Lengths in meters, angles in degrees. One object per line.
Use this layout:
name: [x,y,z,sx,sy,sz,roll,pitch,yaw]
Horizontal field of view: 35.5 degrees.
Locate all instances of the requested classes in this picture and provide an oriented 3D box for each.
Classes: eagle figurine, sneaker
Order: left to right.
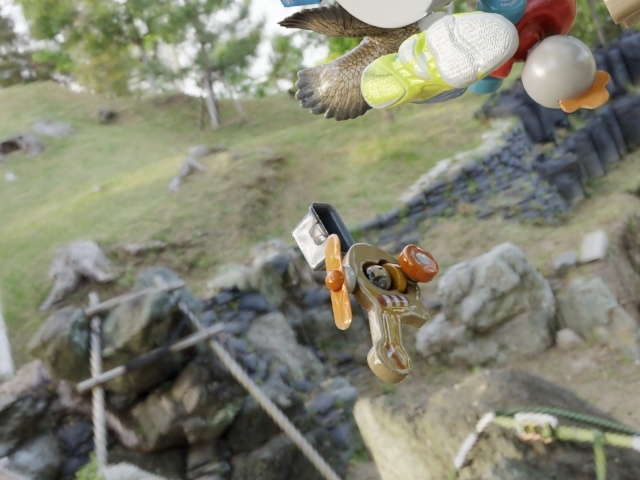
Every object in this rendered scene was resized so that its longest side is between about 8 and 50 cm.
eagle figurine: [0.089,-0.377,1.867,0.298,0.226,0.225,-37,5,-24]
sneaker: [0.171,-0.233,1.297,0.240,0.091,0.126,-11,-1,42]

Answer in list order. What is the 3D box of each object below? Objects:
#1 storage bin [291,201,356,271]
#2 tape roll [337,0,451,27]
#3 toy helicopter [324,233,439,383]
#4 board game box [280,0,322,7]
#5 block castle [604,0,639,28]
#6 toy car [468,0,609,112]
storage bin: [0.000,0.000,2.118,0.091,0.135,0.098,-43,-25,27]
tape roll: [0.125,-0.448,1.430,0.169,0.246,0.246,-37,11,-36]
toy helicopter: [0.106,0.125,1.889,0.140,0.235,0.355,-52,24,30]
board game box: [-0.052,-0.639,1.802,0.086,0.302,0.308,0,55,32]
block castle: [0.422,-0.471,1.291,0.213,0.303,0.453,-29,9,26]
toy car: [0.366,-0.295,1.566,0.210,0.238,0.219,-40,-19,-18]
